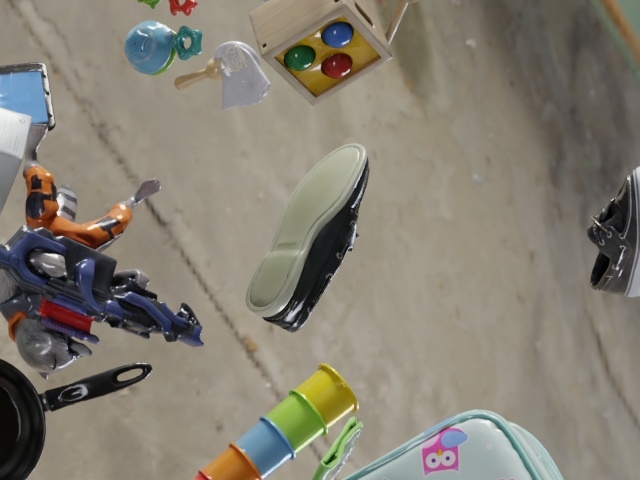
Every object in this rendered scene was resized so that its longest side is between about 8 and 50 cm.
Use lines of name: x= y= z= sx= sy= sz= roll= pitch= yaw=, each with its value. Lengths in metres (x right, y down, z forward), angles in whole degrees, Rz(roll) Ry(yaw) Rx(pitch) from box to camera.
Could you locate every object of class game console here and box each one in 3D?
game console: x=-0.450 y=-0.219 z=1.772 sx=0.124 sy=0.085 sz=0.144 roll=48 pitch=19 yaw=-50

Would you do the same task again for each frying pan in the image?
frying pan: x=-0.403 y=0.200 z=1.619 sx=0.326 sy=0.053 sz=0.197 roll=-41 pitch=95 yaw=-12

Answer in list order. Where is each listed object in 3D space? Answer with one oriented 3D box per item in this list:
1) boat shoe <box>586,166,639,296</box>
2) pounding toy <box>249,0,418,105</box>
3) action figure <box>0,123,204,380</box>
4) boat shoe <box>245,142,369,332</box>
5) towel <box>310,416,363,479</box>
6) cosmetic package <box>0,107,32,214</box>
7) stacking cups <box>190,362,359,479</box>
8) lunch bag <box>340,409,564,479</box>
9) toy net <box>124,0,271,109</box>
boat shoe: x=0.362 y=-0.007 z=1.529 sx=0.228 sy=0.076 sz=0.080 roll=79 pitch=12 yaw=-57
pounding toy: x=0.049 y=-0.265 z=1.612 sx=0.181 sy=0.206 sz=0.094 roll=39 pitch=28 yaw=-49
action figure: x=-0.322 y=0.046 z=1.735 sx=0.341 sy=0.178 sz=0.330 roll=35 pitch=51 yaw=-33
boat shoe: x=0.003 y=0.001 z=2.060 sx=0.113 sy=0.127 sz=0.340 roll=45 pitch=58 yaw=-37
towel: x=-0.007 y=0.245 z=1.156 sx=0.152 sy=0.023 sz=0.113 roll=-65 pitch=173 yaw=22
cosmetic package: x=-0.589 y=-0.056 z=1.729 sx=0.284 sy=0.377 sz=0.097 roll=18 pitch=43 yaw=-17
stacking cups: x=-0.092 y=0.310 z=1.898 sx=0.316 sy=0.096 sz=0.096 roll=-34 pitch=115 yaw=-19
lunch bag: x=0.128 y=0.285 z=0.967 sx=0.279 sy=0.224 sz=0.108 roll=62 pitch=8 yaw=25
toy net: x=-0.141 y=-0.234 z=1.524 sx=0.045 sy=0.232 sz=0.122 roll=4 pitch=110 yaw=-63
